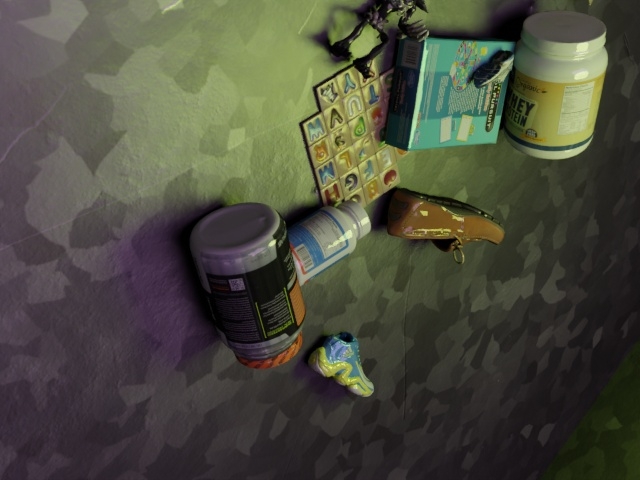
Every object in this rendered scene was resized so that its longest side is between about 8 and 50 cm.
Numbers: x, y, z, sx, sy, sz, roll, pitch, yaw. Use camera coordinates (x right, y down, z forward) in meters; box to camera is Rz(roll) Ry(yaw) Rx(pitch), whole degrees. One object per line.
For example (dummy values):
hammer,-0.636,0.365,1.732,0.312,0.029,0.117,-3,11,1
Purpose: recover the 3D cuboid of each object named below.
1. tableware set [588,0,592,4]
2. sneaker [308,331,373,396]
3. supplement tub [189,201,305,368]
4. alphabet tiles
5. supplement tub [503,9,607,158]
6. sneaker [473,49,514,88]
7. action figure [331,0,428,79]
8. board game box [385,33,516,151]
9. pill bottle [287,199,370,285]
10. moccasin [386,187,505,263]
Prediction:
tableware set,0.688,-0.695,2.013,0.169,0.020,0.141,4,92,-61
sneaker,0.078,0.308,1.969,0.240,0.091,0.126,34,86,-45
supplement tub,-0.139,0.098,1.597,0.194,0.194,0.316,-31,128,-27
alphabet tiles,0.091,-0.231,1.769,0.285,0.011,0.342,-35,130,-24
supplement tub,0.585,-0.388,1.954,0.228,0.228,0.316,-29,135,-28
sneaker,0.411,-0.388,1.833,0.135,0.052,0.058,-40,136,-23
action figure,0.150,-0.469,1.615,0.164,0.141,0.275,39,84,-34
board game box,0.309,-0.351,1.847,0.336,0.079,0.253,-10,116,-41
pill bottle,0.000,0.000,1.722,0.221,0.124,0.124,-32,129,-27
moccasin,0.322,-0.029,1.985,0.380,0.139,0.147,7,106,-43
